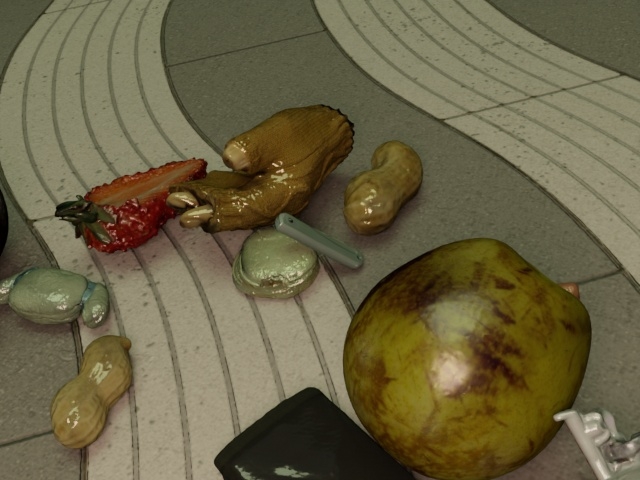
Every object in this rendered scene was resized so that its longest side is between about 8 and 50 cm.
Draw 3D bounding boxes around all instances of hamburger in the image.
[{"bbox_3d":[-0.068,0.032,1.192,0.140,0.062,0.133,9,44,17],"label":"hamburger"}]

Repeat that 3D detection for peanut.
[{"bbox_3d":[0.108,-0.092,1.280,0.103,0.098,0.229,38,48,2],"label":"peanut"},{"bbox_3d":[-0.306,0.198,1.031,0.082,0.082,0.187,5,42,16],"label":"peanut"}]

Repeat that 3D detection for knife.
[{"bbox_3d":[0.000,0.000,1.166,0.162,0.023,0.044,28,38,-27],"label":"knife"}]

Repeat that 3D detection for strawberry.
[{"bbox_3d":[-0.303,-0.051,1.291,0.286,0.106,0.188,-27,28,-37],"label":"strawberry"}]

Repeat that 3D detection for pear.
[{"bbox_3d":[0.163,0.129,0.867,0.284,0.283,0.283,-5,40,4],"label":"pear"}]

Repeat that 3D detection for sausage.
[{"bbox_3d":[0.327,0.079,1.084,0.083,0.034,0.034,-7,40,1],"label":"sausage"}]

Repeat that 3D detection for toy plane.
[{"bbox_3d":[0.304,0.276,0.735,0.118,0.252,0.252,-33,34,22],"label":"toy plane"}]

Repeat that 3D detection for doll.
[{"bbox_3d":[-0.415,0.085,1.184,0.214,0.071,0.103,8,44,19],"label":"doll"}]

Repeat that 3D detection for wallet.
[{"bbox_3d":[0.007,0.290,0.889,0.169,0.052,0.245,-32,50,-25],"label":"wallet"}]

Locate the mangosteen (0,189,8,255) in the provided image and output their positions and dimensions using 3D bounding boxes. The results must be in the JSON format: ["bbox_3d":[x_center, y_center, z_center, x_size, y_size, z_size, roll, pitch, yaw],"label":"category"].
[{"bbox_3d":[-0.641,-0.004,1.173,0.330,0.330,0.330,-5,40,4],"label":"mangosteen"}]

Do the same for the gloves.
[{"bbox_3d":[-0.084,-0.105,1.242,0.356,0.203,0.155,-29,76,-32],"label":"gloves"}]
